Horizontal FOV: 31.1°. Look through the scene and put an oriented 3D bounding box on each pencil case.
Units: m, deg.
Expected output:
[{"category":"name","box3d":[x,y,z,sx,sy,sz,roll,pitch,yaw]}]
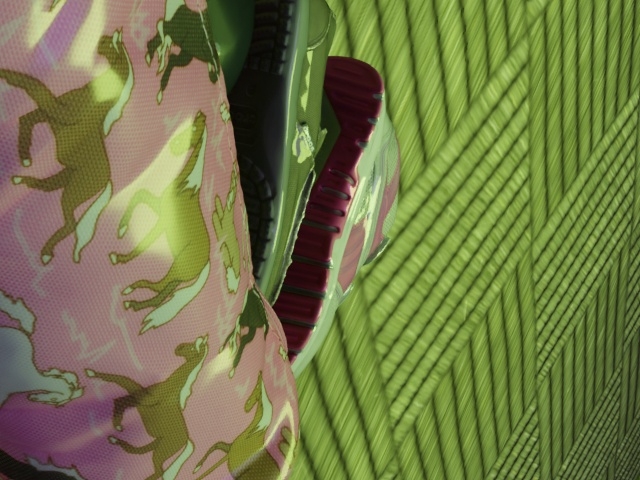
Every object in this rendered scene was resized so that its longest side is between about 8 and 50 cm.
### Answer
[{"category":"pencil case","box3d":[-0.105,-0.016,0.486,0.386,0.167,0.160,83,13,-45]}]

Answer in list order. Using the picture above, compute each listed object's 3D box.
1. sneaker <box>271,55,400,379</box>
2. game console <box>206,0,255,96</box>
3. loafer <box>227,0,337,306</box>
[{"category":"sneaker","box3d":[0.000,0.000,0.840,0.111,0.103,0.252,30,83,-61]},{"category":"game console","box3d":[-0.176,-0.109,0.495,0.342,0.060,0.386,-56,149,-23]},{"category":"loafer","box3d":[-0.034,-0.053,0.750,0.087,0.094,0.251,-6,114,-55]}]
